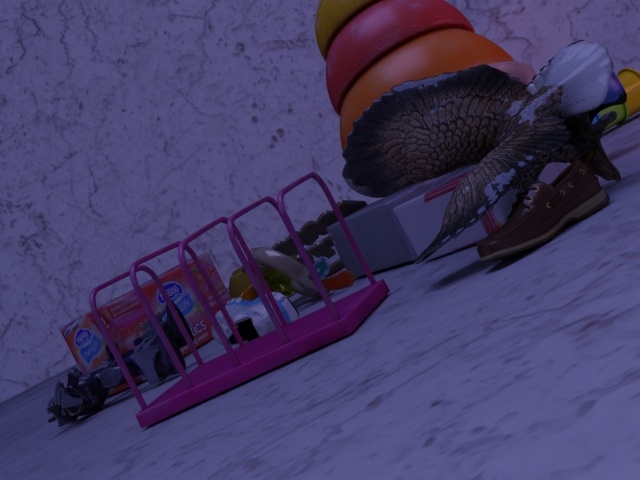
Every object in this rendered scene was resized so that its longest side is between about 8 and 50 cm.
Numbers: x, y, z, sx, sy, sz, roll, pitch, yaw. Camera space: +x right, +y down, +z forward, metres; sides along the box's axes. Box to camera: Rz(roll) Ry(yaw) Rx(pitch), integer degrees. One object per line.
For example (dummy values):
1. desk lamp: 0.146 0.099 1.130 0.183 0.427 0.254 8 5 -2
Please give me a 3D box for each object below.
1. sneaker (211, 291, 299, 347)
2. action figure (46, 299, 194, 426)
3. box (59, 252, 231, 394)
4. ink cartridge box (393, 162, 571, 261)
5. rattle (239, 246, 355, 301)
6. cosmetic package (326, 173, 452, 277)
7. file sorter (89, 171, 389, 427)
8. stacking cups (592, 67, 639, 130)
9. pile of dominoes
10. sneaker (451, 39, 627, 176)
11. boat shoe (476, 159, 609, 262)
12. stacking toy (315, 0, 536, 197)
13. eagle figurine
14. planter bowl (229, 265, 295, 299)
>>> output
1. sneaker: -0.117 0.125 1.600 0.083 0.071 0.190 -36 7 -36
2. action figure: -0.335 0.213 1.789 0.285 0.099 0.185 -31 10 21
3. box: -0.306 0.152 2.039 0.142 0.154 0.300 -25 2 36
4. ink cartridge box: 0.234 -0.066 1.529 0.217 0.092 0.158 -31 4 -34
5. rattle: -0.053 0.089 1.764 0.199 0.130 0.143 19 57 44
6. cosmetic package: 0.119 -0.020 1.717 0.127 0.107 0.238 -26 5 -22
7. file sorter: -0.102 0.064 1.347 0.290 0.182 0.202 -26 3 19
8. stacking cups: 0.488 -0.218 2.107 0.316 0.096 0.096 -32 4 -20
9. pile of dominoes: 0.000 0.000 1.912 0.251 0.040 0.196 -34 -30 17
10. sneaker: 0.326 -0.139 1.678 0.330 0.147 0.129 -48 -12 24
11. boat shoe: 0.230 -0.031 1.190 0.178 0.060 0.064 -29 3 -27
12. stacking toy: 0.108 -0.345 1.852 0.350 0.480 0.351 -25 -15 -8
13. eagle figurine: 0.207 -0.101 1.318 0.298 0.225 0.226 -9 -4 -24
14. planter bowl: -0.113 0.080 2.207 0.217 0.090 0.217 -26 3 1
